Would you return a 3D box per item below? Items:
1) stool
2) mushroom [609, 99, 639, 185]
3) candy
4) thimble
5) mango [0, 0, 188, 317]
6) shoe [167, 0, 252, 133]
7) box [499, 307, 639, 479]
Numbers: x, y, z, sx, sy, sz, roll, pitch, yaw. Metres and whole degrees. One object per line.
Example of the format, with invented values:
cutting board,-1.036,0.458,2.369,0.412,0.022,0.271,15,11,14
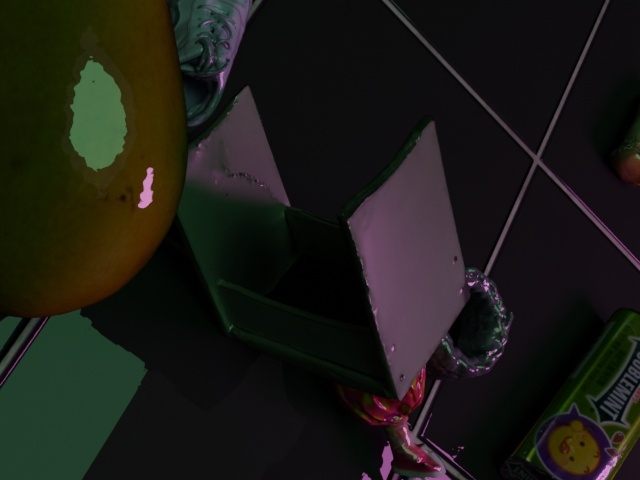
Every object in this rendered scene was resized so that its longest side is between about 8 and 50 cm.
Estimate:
stool,0.000,0.000,1.039,0.170,0.244,0.269,-50,140,-33
mushroom,0.548,-0.181,1.639,0.084,0.071,0.209,48,54,-24
candy,0.104,0.277,1.218,0.124,0.124,0.365,-24,103,-37
thimble,0.175,0.111,1.289,0.150,0.098,0.150,8,76,-33
mango,-0.260,-0.152,0.902,0.232,0.300,0.445,1,89,-52
shoe,-0.133,-0.215,1.080,0.095,0.137,0.245,29,82,-28
box,0.405,0.244,1.408,0.134,0.097,0.345,36,54,18
